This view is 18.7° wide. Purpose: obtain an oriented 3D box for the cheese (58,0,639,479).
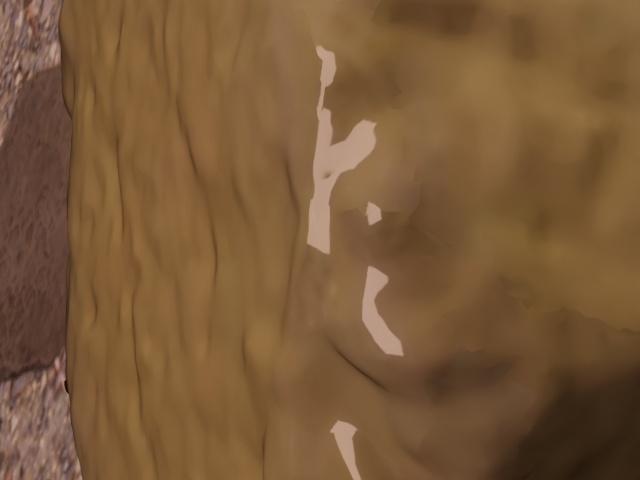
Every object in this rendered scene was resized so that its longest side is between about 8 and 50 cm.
[{"bbox_3d":[0.000,0.000,0.597,0.326,0.115,0.318,-123,38,-57],"label":"cheese"}]
